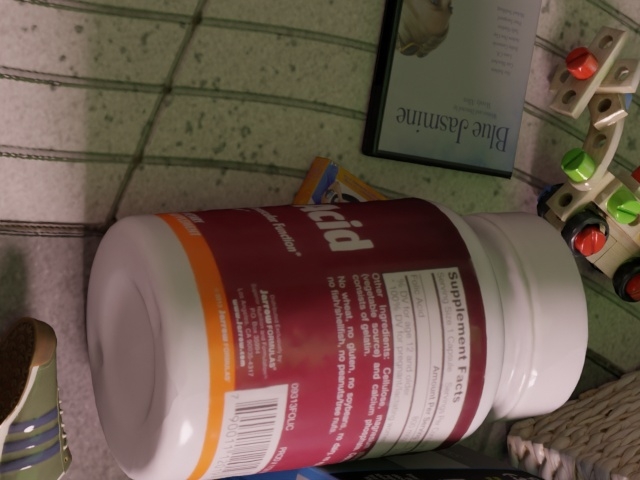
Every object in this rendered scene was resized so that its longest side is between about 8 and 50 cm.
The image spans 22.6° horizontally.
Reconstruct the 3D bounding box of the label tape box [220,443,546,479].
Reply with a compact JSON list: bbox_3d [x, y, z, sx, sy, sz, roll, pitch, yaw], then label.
[{"bbox_3d":[0.115,0.252,1.487,0.348,0.249,0.115,2,97,-34],"label":"label tape box"}]

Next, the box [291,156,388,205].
[{"bbox_3d":[0.000,0.000,1.500,0.081,0.028,0.136,33,78,-33],"label":"box"}]

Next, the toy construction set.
[{"bbox_3d":[0.344,-0.057,1.650,0.215,0.151,0.328,-45,115,9],"label":"toy construction set"}]

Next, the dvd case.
[{"bbox_3d":[0.135,-0.195,1.562,0.180,0.022,0.253,7,95,-35],"label":"dvd case"}]

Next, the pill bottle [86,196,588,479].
[{"bbox_3d":[0.017,0.078,1.379,0.392,0.224,0.224,-4,101,-26],"label":"pill bottle"}]

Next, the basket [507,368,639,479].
[{"bbox_3d":[0.406,0.318,1.689,0.328,0.266,0.331,-20,108,-30],"label":"basket"}]

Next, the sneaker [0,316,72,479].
[{"bbox_3d":[-0.245,0.163,1.346,0.086,0.064,0.192,21,87,-43],"label":"sneaker"}]
